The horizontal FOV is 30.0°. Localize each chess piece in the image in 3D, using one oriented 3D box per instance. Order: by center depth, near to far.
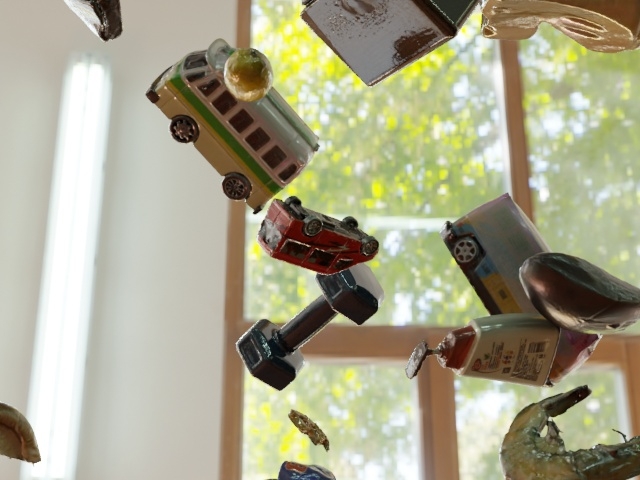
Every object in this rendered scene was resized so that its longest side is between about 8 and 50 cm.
[{"bbox_3d":[0.327,-0.275,1.370,0.300,0.137,0.137,-1,-26,-8],"label":"chess piece"}]

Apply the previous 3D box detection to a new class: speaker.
[{"bbox_3d":[0.112,-0.355,1.718,0.192,0.153,0.231,43,-28,-13],"label":"speaker"}]

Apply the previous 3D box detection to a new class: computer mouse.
[{"bbox_3d":[-0.309,-0.349,1.575,0.088,0.264,0.147,-11,-68,-11],"label":"computer mouse"},{"bbox_3d":[0.474,0.112,2.151,0.269,0.086,0.137,25,-38,-23],"label":"computer mouse"}]

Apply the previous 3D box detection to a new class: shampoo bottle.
[{"bbox_3d":[0.296,0.205,2.190,0.284,0.071,0.153,1,-59,-20],"label":"shampoo bottle"}]

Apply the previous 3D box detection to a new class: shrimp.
[{"bbox_3d":[0.316,0.233,1.418,0.217,0.150,0.051,-14,-50,3],"label":"shrimp"}]

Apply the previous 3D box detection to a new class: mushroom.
[{"bbox_3d":[-0.570,0.325,2.067,0.209,0.094,0.072,25,0,-38],"label":"mushroom"}]

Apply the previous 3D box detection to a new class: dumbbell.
[{"bbox_3d":[-0.022,0.167,2.473,0.160,0.144,0.325,36,-63,-29],"label":"dumbbell"}]

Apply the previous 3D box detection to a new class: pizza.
[{"bbox_3d":[-0.013,0.248,1.565,0.016,0.037,0.083,-37,-67,17],"label":"pizza"}]

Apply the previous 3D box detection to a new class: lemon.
[{"bbox_3d":[-0.117,-0.268,1.947,0.082,0.082,0.111,0,-23,0],"label":"lemon"}]

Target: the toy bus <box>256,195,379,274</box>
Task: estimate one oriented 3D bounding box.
[{"bbox_3d":[0.000,0.000,1.862,0.195,0.081,0.089,18,-72,-39],"label":"toy bus"}]

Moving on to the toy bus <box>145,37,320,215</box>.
[{"bbox_3d":[-0.154,-0.222,2.193,0.179,0.143,0.305,-36,-77,29],"label":"toy bus"}]

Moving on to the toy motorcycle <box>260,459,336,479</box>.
[{"bbox_3d":[-0.044,0.264,1.099,0.205,0.114,0.076,-20,9,21],"label":"toy motorcycle"}]

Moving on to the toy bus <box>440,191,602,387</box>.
[{"bbox_3d":[0.412,0.095,2.379,0.162,0.386,0.171,-35,-16,15],"label":"toy bus"}]
